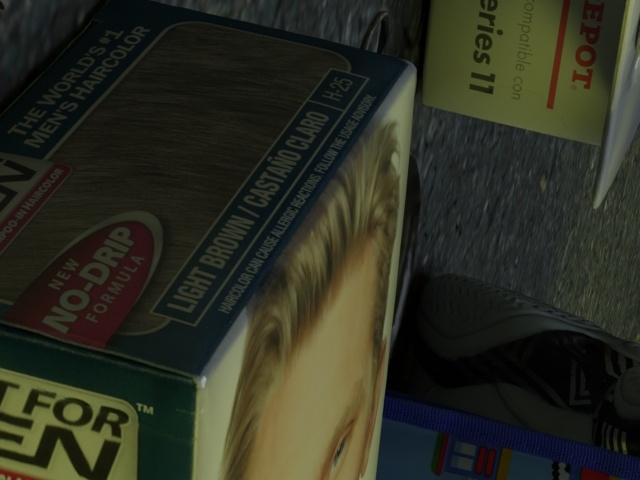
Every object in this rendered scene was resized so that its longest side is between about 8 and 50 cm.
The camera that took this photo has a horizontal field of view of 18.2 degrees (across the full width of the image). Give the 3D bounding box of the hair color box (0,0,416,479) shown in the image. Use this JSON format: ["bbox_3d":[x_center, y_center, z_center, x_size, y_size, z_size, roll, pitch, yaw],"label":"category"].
[{"bbox_3d":[-0.055,0.120,0.635,0.174,0.105,0.347,-58,156,-52],"label":"hair color box"}]

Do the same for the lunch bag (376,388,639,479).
[{"bbox_3d":[0.098,0.200,0.911,0.138,0.293,0.221,25,80,-75],"label":"lunch bag"}]

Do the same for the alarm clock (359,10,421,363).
[{"bbox_3d":[0.000,0.000,0.811,0.129,0.064,0.192,-3,109,-75],"label":"alarm clock"}]

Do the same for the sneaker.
[{"bbox_3d":[0.146,0.163,1.087,0.137,0.366,0.210,18,96,-34],"label":"sneaker"}]

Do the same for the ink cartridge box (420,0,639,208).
[{"bbox_3d":[0.145,-0.191,1.064,0.353,0.119,0.207,-58,158,-53],"label":"ink cartridge box"}]
